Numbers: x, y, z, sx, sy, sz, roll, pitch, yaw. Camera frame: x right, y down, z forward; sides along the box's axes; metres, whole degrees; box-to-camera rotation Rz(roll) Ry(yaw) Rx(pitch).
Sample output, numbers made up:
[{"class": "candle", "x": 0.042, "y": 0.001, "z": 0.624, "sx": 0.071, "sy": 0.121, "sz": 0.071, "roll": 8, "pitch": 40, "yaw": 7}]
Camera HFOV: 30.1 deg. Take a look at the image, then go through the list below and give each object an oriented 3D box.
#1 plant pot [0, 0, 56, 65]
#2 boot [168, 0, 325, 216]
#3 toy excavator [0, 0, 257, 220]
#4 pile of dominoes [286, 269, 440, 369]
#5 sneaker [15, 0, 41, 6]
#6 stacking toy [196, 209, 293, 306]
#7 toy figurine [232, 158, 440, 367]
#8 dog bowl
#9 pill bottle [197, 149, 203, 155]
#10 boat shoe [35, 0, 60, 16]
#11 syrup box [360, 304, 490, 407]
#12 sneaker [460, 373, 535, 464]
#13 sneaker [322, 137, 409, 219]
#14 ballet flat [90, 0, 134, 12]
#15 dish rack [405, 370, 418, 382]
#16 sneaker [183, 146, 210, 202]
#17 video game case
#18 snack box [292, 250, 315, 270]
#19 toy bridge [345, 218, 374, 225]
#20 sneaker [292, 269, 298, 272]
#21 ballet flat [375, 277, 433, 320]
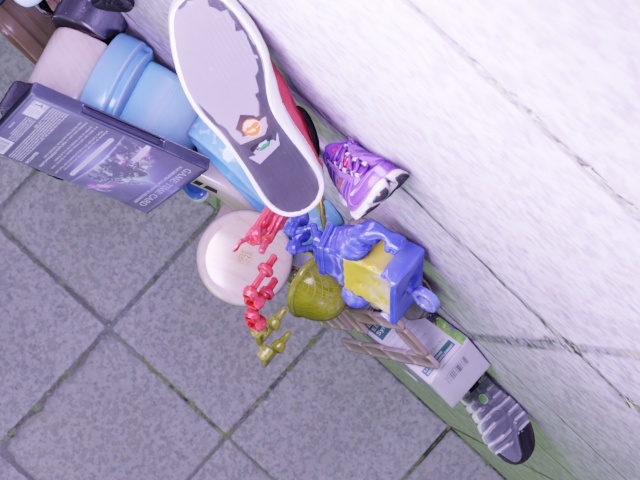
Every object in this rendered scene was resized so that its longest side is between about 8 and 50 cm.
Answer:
[{"class": "plant pot", "x": -0.618, "y": -0.466, "z": 2.459, "sx": 0.237, "sy": 0.110, "sz": 0.237, "roll": 41, "pitch": 174, "yaw": 6}, {"class": "boot", "x": -0.072, "y": -0.156, "z": 1.203, "sx": 0.244, "sy": 0.088, "sz": 0.176, "roll": 61, "pitch": -170, "yaw": -19}, {"class": "toy excavator", "x": -0.248, "y": -0.141, "z": 1.904, "sx": 0.445, "sy": 0.222, "sz": 0.433, "roll": 26, "pitch": 163, "yaw": 2}, {"class": "pile of dominoes", "x": 0.059, "y": 0.105, "z": 1.806, "sx": 0.196, "sy": 0.040, "sz": 0.251, "roll": 49, "pitch": 157, "yaw": -25}, {"class": "sneaker", "x": -0.408, "y": -0.388, "z": 1.413, "sx": 0.366, "sy": 0.150, "sz": 0.135, "roll": 38, "pitch": 172, "yaw": 41}, {"class": "stacking toy", "x": -0.132, "y": 0.031, "z": 1.864, "sx": 0.141, "sy": 0.141, "sz": 0.330, "roll": 43, "pitch": 172, "yaw": -5}, {"class": "toy figurine", "x": 0.042, "y": 0.067, "z": 1.492, "sx": 0.217, "sy": 0.191, "sz": 0.363, "roll": 24, "pitch": 151, "yaw": 17}, {"class": "dog bowl", "x": -0.084, "y": -0.094, "z": 1.758, "sx": 0.297, "sy": 0.074, "sz": 0.166, "roll": 46, "pitch": 173, "yaw": -38}, {"class": "pill bottle", "x": -0.302, "y": -0.196, "z": 2.312, "sx": 0.180, "sy": 0.108, "sz": 0.108, "roll": 37, "pitch": 172, "yaw": 40}, {"class": "boat shoe", "x": -0.435, "y": -0.400, "z": 1.916, "sx": 0.066, "sy": 0.066, "sz": 0.183, "roll": 46, "pitch": 173, "yaw": -25}, {"class": "syrup box", "x": 0.148, "y": 0.154, "z": 1.894, "sx": 0.237, "sy": 0.093, "sz": 0.096, "roll": 37, "pitch": 173, "yaw": 44}, {"class": "sneaker", "x": 0.276, "y": 0.272, "z": 2.029, "sx": 0.229, "sy": 0.086, "sz": 0.132, "roll": 54, "pitch": 178, "yaw": -8}, {"class": "sneaker", "x": 0.033, "y": -0.068, "z": 1.202, "sx": 0.071, "sy": 0.068, "sz": 0.170, "roll": 50, "pitch": 173, "yaw": -14}, {"class": "ballet flat", "x": -0.270, "y": -0.328, "z": 1.518, "sx": 0.057, "sy": 0.049, "sz": 0.173, "roll": 0, "pitch": 173, "yaw": 1}, {"class": "dish rack", "x": 0.107, "y": 0.143, "z": 2.232, "sx": 0.333, "sy": 0.072, "sz": 0.285, "roll": 41, "pitch": 175, "yaw": 23}, {"class": "sneaker", "x": -0.243, "y": -0.145, "z": 2.132, "sx": 0.084, "sy": 0.058, "sz": 0.152, "roll": 48, "pitch": -155, "yaw": -65}, {"class": "video game case", "x": -0.325, "y": -0.127, "z": 1.716, "sx": 0.274, "sy": 0.026, "sz": 0.196, "roll": 22, "pitch": 150, "yaw": -28}, {"class": "snack box", "x": 0.024, "y": 0.044, "z": 1.877, "sx": 0.100, "sy": 0.037, "sz": 0.141, "roll": 18, "pitch": -177, "yaw": 19}, {"class": "toy bridge", "x": 0.063, "y": -0.005, "z": 1.646, "sx": 0.063, "sy": 0.026, "sz": 0.188, "roll": 42, "pitch": 173, "yaw": 10}, {"class": "sneaker", "x": -0.076, "y": 0.067, "z": 2.445, "sx": 0.226, "sy": 0.163, "sz": 0.086, "roll": 40, "pitch": 172, "yaw": 11}, {"class": "ballet flat", "x": 0.122, "y": 0.072, "z": 1.721, "sx": 0.250, "sy": 0.058, "sz": 0.084, "roll": 152, "pitch": 96, "yaw": -78}]
